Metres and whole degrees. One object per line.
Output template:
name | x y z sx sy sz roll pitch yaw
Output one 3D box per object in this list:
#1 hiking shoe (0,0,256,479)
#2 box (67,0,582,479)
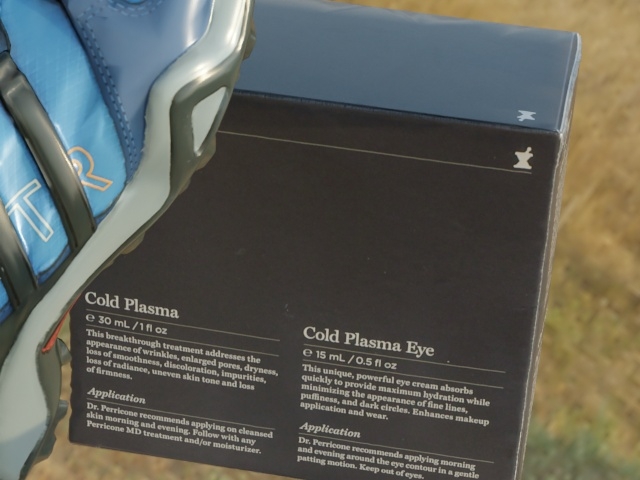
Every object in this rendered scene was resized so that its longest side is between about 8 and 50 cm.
hiking shoe | -0.115 -0.032 0.574 0.113 0.304 0.132 27 10 34
box | 0.000 0.000 1.355 0.343 0.312 0.179 8 31 7
